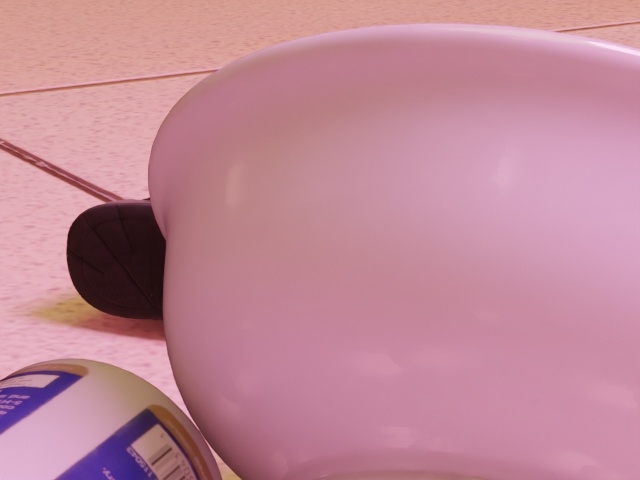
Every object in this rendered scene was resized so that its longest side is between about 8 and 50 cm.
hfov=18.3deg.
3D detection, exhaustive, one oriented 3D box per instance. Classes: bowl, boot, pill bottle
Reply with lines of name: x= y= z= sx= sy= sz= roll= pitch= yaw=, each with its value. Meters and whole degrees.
bowl: x=0.066 y=0.059 z=0.714 sx=0.298 sy=0.134 sz=0.298 roll=11 pitch=-27 yaw=6
boot: x=-0.001 y=-0.002 z=1.114 sx=0.236 sy=0.085 sz=0.178 roll=6 pitch=15 yaw=20
pill bottle: x=-0.115 y=0.118 z=0.650 sx=0.112 sy=0.112 sz=0.187 roll=6 pitch=17 yaw=20
